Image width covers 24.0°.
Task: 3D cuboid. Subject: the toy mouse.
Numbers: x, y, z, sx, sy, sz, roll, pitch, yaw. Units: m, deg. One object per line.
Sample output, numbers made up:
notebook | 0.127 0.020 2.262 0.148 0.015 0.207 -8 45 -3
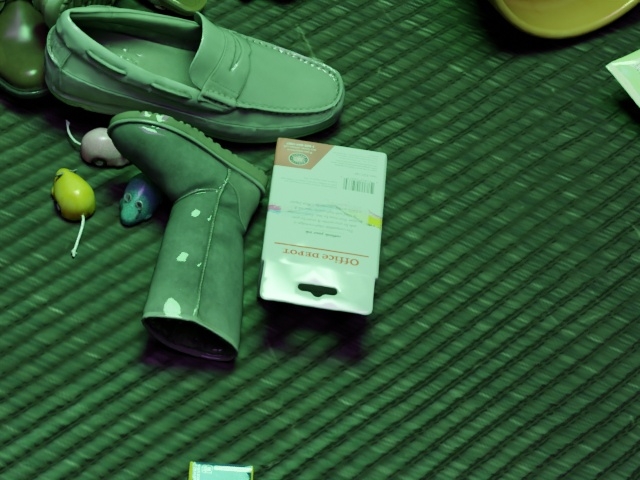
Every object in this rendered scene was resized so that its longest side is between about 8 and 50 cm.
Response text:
toy mouse | -0.203 -0.071 1.527 0.143 0.031 0.161 -13 59 -18

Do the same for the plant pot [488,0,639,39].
plant pot | 0.256 -0.403 1.701 0.290 0.291 0.203 -20 45 -21

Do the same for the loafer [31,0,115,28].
loafer | -0.240 -0.326 1.611 0.092 0.102 0.268 25 53 6

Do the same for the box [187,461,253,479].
box | -0.091 0.277 1.291 0.059 0.054 0.169 5 55 -5

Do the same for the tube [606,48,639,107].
tube | 0.436 -0.216 1.677 0.240 0.062 0.070 -32 37 -17

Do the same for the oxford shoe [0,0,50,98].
oxford shoe | -0.330 -0.249 1.593 0.082 0.096 0.227 -12 60 -19

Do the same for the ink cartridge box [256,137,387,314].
ink cartridge box | 0.000 0.000 1.490 0.115 0.067 0.198 9 53 -3

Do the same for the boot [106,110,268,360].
boot | -0.142 -0.005 1.452 0.189 0.076 0.209 24 60 -15

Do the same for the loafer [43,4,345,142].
loafer | -0.122 -0.175 1.551 0.319 0.111 0.112 5 57 -17

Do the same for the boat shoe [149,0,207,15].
boat shoe | -0.192 -0.295 1.683 0.153 0.048 0.056 33 57 7
